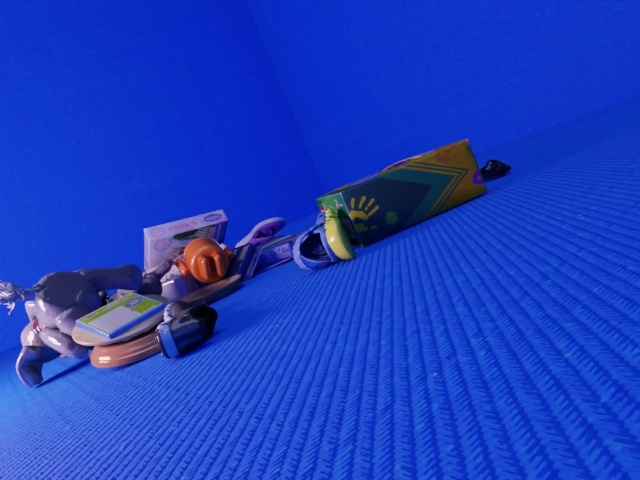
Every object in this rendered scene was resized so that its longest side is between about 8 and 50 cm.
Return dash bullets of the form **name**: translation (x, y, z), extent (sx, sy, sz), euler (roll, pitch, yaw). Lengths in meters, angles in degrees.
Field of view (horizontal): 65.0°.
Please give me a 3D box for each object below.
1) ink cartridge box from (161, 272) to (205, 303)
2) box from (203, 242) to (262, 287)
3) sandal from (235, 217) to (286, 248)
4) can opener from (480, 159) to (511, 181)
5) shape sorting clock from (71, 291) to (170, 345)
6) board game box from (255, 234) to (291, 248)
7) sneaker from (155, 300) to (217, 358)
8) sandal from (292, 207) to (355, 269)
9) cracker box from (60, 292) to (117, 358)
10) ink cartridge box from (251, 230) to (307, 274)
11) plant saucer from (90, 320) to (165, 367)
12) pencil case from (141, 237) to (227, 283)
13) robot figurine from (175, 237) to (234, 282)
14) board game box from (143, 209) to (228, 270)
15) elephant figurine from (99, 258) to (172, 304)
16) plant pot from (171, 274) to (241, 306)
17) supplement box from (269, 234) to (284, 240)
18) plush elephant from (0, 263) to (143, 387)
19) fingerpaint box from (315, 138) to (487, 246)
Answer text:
- **ink cartridge box**: translation (-0.474, 0.161, 1.731), extent (0.155, 0.093, 0.212), euler (-21, 4, 19)
- **box**: translation (-0.290, 0.085, 1.667), extent (0.225, 0.036, 0.136), euler (-17, 44, 41)
- **sandal**: translation (-0.303, -0.005, 2.661), extent (0.170, 0.102, 0.416), euler (-8, -18, -39)
- **can opener**: translation (0.509, -0.204, 1.598), extent (0.186, 0.073, 0.059), euler (-21, 44, 48)
- **shape sorting clock**: translation (-0.428, 0.171, 1.089), extent (0.207, 0.040, 0.206), euler (-6, 22, 3)
- **board game box**: translation (-0.235, 0.035, 2.215), extent (0.160, 0.047, 0.210), euler (-26, 7, -31)
- **sneaker**: translation (-0.250, 0.159, 0.978), extent (0.106, 0.078, 0.234), euler (-21, 9, -8)
- **sandal**: translation (0.000, 0.000, 1.279), extent (0.138, 0.126, 0.317), euler (-26, 4, 4)
- **cracker box**: translation (-0.740, 0.269, 1.626), extent (0.233, 0.067, 0.156), euler (-25, 29, -22)
- **ink cartridge box**: translation (-0.153, 0.043, 1.764), extent (0.186, 0.065, 0.311), euler (-21, 7, 15)
- **plant saucer**: translation (-0.393, 0.207, 1.076), extent (0.200, 0.037, 0.200), euler (-14, 13, 3)
- **pencil case**: translation (-0.549, 0.130, 1.944), extent (0.411, 0.159, 0.183), euler (-24, -8, -18)
- **robot figurine**: translation (-0.375, 0.061, 1.633), extent (0.158, 0.128, 0.219), euler (-51, 28, -6)
- **board game box**: translation (-0.549, 0.032, 2.037), extent (0.318, 0.065, 0.318), euler (-18, -29, -29)
- **elephant figurine**: translation (-0.545, 0.171, 1.500), extent (0.240, 0.185, 0.169), euler (-31, -17, 1)
- **plant pot**: translation (-0.338, 0.163, 1.489), extent (0.237, 0.032, 0.236), euler (-23, 5, 2)
- **supplement box**: translation (-0.202, 0.002, 2.407), extent (0.055, 0.043, 0.083), euler (-24, 5, -21)
- **plush elephant**: translation (-0.638, 0.216, 1.259), extent (0.330, 0.271, 0.255), euler (9, -49, -23)
- **fingerpaint box**: translation (0.209, -0.136, 1.494), extent (0.372, 0.163, 0.445), euler (-23, 6, -6)
